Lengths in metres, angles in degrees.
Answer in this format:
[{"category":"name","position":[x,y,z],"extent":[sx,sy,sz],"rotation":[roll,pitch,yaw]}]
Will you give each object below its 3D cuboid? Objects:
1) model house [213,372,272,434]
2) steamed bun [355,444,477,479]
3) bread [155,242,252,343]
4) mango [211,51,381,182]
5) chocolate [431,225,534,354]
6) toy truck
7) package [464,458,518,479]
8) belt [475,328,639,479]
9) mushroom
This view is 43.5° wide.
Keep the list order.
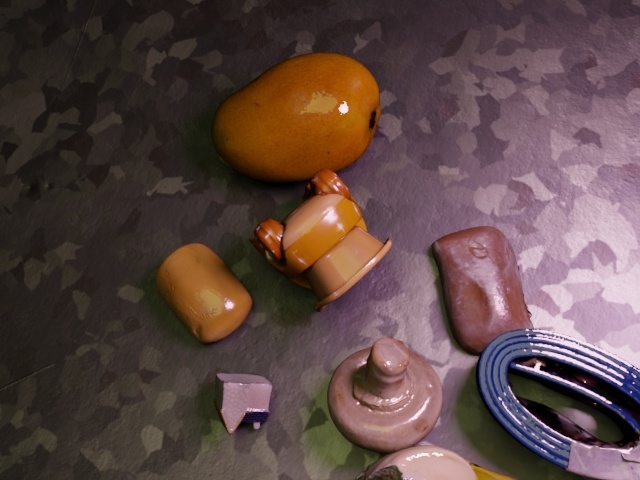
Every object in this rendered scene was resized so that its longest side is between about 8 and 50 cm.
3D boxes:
[{"category":"model house","position":[-0.151,0.311,1.535],"extent":[0.101,0.088,0.100],"rotation":[4,92,-20]},{"category":"steamed bun","position":[0.136,0.441,1.340],"extent":[0.171,0.225,0.200],"rotation":[29,60,-8]},{"category":"bread","position":[-0.243,0.100,1.627],"extent":[0.147,0.098,0.217],"rotation":[-42,67,-11]},{"category":"mango","position":[-0.056,-0.249,1.668],"extent":[0.378,0.221,0.263],"rotation":[-10,69,19]},{"category":"chocolate","position":[0.308,0.085,1.525],"extent":[0.161,0.083,0.261],"rotation":[-16,67,7]},{"category":"toy truck","position":[0.000,0.000,1.534],"extent":[0.204,0.288,0.211],"rotation":[-42,91,-8]},{"category":"package","position":[0.327,0.468,1.361],"extent":[0.227,0.090,0.168],"rotation":[12,68,13]},{"category":"belt","position":[0.432,0.282,1.374],"extent":[0.347,0.117,0.212],"rotation":[27,82,12]},{"category":"mushroom","position":[0.120,0.277,1.425],"extent":[0.207,0.209,0.206],"rotation":[3,74,-10]}]
